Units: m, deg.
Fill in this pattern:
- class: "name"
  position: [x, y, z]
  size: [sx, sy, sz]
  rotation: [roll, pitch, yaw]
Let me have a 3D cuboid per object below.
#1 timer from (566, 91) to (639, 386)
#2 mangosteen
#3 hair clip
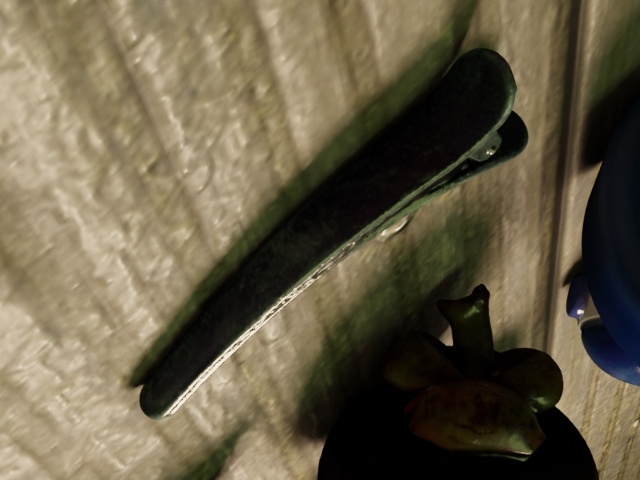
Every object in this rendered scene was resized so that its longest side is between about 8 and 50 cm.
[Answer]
- class: "timer"
  position: [0.313, 0.032, 1.129]
  size: [0.270, 0.270, 0.383]
  rotation: [-38, 170, -15]
- class: "mangosteen"
  position: [0.106, 0.155, 1.031]
  size: [0.211, 0.211, 0.250]
  rotation: [-9, 109, -55]
- class: "hair clip"
  position: [0.000, 0.000, 0.771]
  size: [0.275, 0.048, 0.083]
  rotation: [-38, 159, -2]
